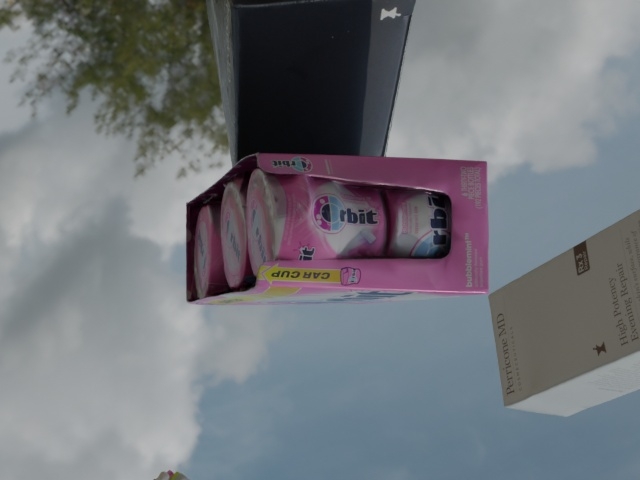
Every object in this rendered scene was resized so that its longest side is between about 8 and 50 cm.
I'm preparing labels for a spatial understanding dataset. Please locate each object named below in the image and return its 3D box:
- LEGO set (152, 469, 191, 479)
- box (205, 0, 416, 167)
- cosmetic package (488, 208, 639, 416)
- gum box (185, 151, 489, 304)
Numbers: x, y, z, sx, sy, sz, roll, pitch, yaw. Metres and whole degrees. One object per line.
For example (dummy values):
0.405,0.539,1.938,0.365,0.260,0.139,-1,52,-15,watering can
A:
-0.075,0.148,0.410,0.132,0.287,0.107,22,-114,38,LEGO set
-0.015,-0.137,0.555,0.093,0.156,0.158,-7,-121,-8,box
0.250,0.063,0.839,0.231,0.086,0.117,-38,-133,48,cosmetic package
0.000,0.000,0.500,0.188,0.107,0.062,163,-73,-72,gum box
